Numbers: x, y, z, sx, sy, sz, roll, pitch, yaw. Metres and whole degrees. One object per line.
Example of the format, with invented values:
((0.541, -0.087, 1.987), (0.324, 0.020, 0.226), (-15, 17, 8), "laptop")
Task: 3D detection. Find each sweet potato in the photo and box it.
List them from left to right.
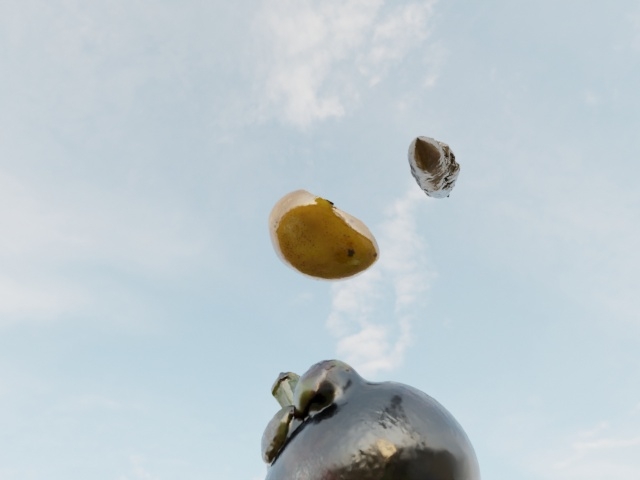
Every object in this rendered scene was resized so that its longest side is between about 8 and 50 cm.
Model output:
((0.167, -0.096, 0.669), (0.067, 0.060, 0.206), (-3, -14, 20), "sweet potato")

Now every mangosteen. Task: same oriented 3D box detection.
((0.034, 0.275, 0.552), (0.274, 0.302, 0.275), (-28, -39, -26), "mangosteen")

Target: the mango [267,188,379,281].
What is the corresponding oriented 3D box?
((0.000, 0.000, 1.103), (0.290, 0.160, 0.191), (25, -85, 21), "mango")
